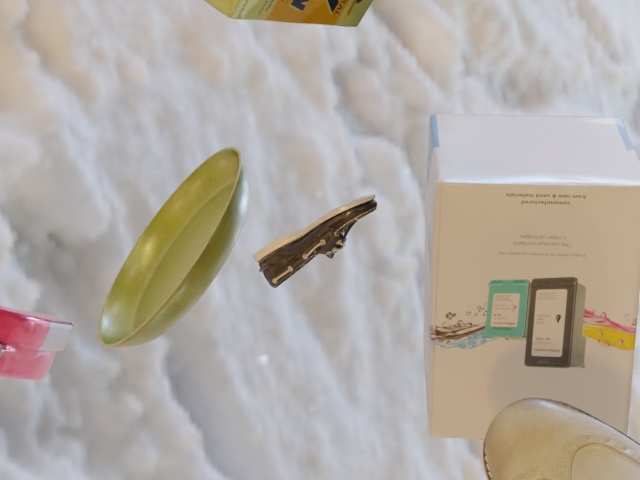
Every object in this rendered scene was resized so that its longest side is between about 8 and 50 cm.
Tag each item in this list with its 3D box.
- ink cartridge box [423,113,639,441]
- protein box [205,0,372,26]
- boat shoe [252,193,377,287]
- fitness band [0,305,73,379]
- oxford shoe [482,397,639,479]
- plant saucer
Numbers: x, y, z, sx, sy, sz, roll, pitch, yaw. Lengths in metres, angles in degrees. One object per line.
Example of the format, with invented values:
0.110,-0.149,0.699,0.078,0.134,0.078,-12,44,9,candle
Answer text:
0.202,0.034,1.596,0.198,0.197,0.270,-86,176,-66,ink cartridge box
-0.056,-0.252,1.072,0.201,0.136,0.200,37,19,18,protein box
0.000,0.000,1.430,0.038,0.125,0.046,62,13,3,boat shoe
-0.318,0.051,1.304,0.291,0.209,0.054,42,69,-79,fitness band
0.244,0.234,1.182,0.397,0.140,0.146,45,-5,40,oxford shoe
-0.141,0.014,1.648,0.037,0.241,0.241,36,43,-18,plant saucer
